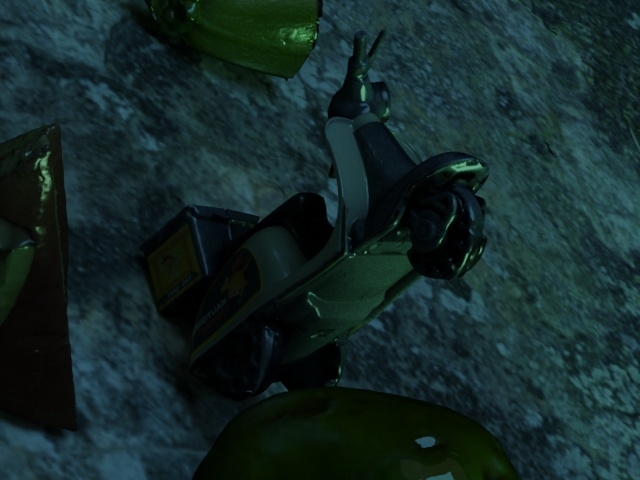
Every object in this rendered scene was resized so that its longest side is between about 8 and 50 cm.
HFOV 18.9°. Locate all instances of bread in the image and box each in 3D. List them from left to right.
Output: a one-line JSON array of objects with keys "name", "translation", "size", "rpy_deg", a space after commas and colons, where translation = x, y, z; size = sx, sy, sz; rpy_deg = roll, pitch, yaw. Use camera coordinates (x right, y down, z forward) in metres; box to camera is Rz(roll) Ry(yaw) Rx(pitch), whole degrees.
[{"name": "bread", "translation": [-0.191, 0.018, 1.072], "size": [0.119, 0.192, 0.067], "rpy_deg": [11, 33, 19]}]

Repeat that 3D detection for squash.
[{"name": "squash", "translation": [-0.079, -0.173, 1.444], "size": [0.132, 0.105, 0.105], "rpy_deg": [-2, 52, -29]}]

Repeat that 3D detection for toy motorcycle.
[{"name": "toy motorcycle", "translation": [0.000, 0.000, 1.161], "size": [0.091, 0.263, 0.157], "rpy_deg": [8, 54, -42]}]

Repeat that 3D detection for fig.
[{"name": "fig", "translation": [0.045, 0.183, 1.094], "size": [0.206, 0.206, 0.275], "rpy_deg": [59, 14, 23]}]

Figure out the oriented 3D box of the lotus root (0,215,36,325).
[{"name": "lotus root", "translation": [-0.244, 0.020, 0.999], "size": [0.159, 0.135, 0.095], "rpy_deg": [3, 48, -28]}]
